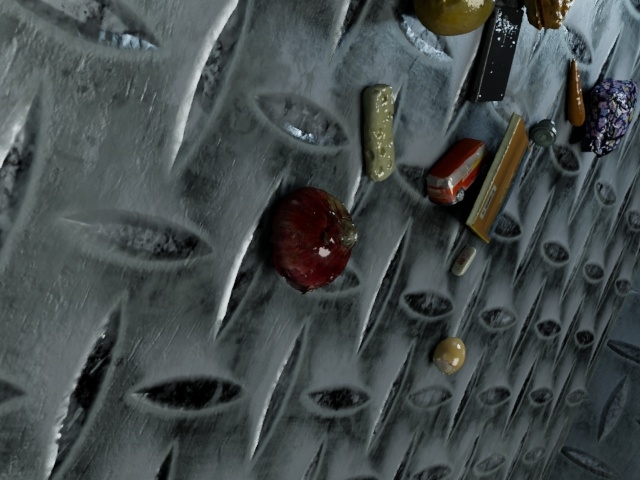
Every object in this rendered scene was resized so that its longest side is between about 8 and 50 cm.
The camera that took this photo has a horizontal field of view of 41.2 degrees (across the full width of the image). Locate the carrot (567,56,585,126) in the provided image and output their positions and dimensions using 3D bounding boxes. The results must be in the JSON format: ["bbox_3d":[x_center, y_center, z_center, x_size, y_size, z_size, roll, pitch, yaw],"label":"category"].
[{"bbox_3d":[0.679,-0.395,2.273,0.048,0.048,0.216,-46,137,-28],"label":"carrot"}]

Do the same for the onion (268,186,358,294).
[{"bbox_3d":[0.000,0.000,1.446,0.184,0.147,0.184,-12,105,-50],"label":"onion"}]

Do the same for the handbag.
[{"bbox_3d":[0.813,-0.346,2.418,0.229,0.127,0.208,-36,137,-51],"label":"handbag"}]

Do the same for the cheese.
[{"bbox_3d":[0.108,-0.197,1.567,0.065,0.043,0.194,-39,139,-38],"label":"cheese"}]

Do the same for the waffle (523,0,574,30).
[{"bbox_3d":[0.495,-0.628,1.790,0.224,0.098,0.327,-56,145,-19],"label":"waffle"}]

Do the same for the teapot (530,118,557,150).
[{"bbox_3d":[0.571,-0.272,2.183,0.088,0.066,0.057,110,7,-50],"label":"teapot"}]

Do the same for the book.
[{"bbox_3d":[0.422,-0.133,1.995,0.262,0.028,0.374,-67,163,1],"label":"book"}]

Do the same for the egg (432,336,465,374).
[{"bbox_3d":[0.331,0.291,2.177,0.096,0.080,0.080,-51,146,-39],"label":"egg"}]

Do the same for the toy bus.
[{"bbox_3d":[0.296,-0.151,1.845,0.174,0.079,0.077,-44,133,-30],"label":"toy bus"}]

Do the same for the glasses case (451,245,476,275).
[{"bbox_3d":[0.352,0.050,2.092,0.083,0.032,0.021,-55,143,-16],"label":"glasses case"}]

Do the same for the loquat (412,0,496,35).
[{"bbox_3d":[0.236,-0.442,1.504,0.204,0.149,0.172,117,-19,-77],"label":"loquat"}]

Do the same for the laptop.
[{"bbox_3d":[0.387,-0.402,1.853,0.154,0.026,0.207,-13,120,-51],"label":"laptop"}]
